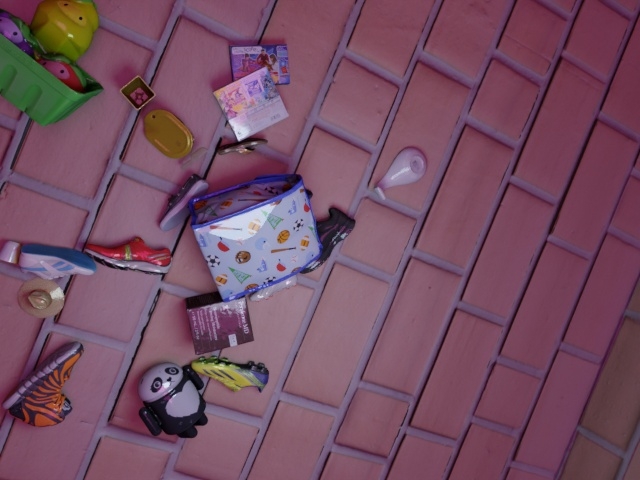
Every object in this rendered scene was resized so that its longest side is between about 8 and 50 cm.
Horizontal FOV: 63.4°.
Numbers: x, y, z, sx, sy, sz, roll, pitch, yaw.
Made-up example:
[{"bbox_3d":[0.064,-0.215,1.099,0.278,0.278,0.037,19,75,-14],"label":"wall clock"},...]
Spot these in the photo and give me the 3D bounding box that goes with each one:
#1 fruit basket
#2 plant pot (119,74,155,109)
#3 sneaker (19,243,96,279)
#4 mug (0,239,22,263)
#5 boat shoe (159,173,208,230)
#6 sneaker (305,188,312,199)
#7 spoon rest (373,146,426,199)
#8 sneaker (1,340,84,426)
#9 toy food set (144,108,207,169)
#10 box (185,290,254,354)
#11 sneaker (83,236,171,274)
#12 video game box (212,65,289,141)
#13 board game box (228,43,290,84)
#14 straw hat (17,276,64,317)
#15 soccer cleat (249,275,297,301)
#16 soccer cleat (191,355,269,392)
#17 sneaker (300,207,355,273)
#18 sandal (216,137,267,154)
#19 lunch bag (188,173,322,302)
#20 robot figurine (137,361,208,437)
[{"bbox_3d":[-0.813,-0.582,1.543,0.392,0.283,0.392,-2,111,-4],"label":"fruit basket"},{"bbox_3d":[-0.595,-0.477,1.695,0.081,0.083,0.081,-43,107,-8],"label":"plant pot"},{"bbox_3d":[-0.855,0.080,1.696,0.229,0.087,0.092,14,114,-20],"label":"sneaker"},{"bbox_3d":[-0.989,0.036,1.665,0.062,0.078,0.064,15,83,15],"label":"mug"},{"bbox_3d":[-0.482,-0.134,1.776,0.076,0.080,0.228,45,101,18],"label":"boat shoe"},{"bbox_3d":[-0.128,-0.135,1.890,0.209,0.069,0.082,-15,128,-20],"label":"sneaker"},{"bbox_3d":[0.304,-0.254,1.997,0.276,0.084,0.137,-39,107,-22],"label":"spoon rest"},{"bbox_3d":[-0.872,0.486,1.726,0.321,0.124,0.180,-41,110,3],"label":"sneaker"},{"bbox_3d":[-0.493,-0.351,1.756,0.128,0.071,0.218,-41,105,17],"label":"toy food set"},{"bbox_3d":[-0.356,0.276,1.813,0.203,0.167,0.168,-12,100,-15],"label":"box"},{"bbox_3d":[-0.645,0.042,1.753,0.279,0.107,0.118,13,74,-20],"label":"sneaker"},{"bbox_3d":[-0.240,-0.473,1.796,0.205,0.048,0.187,-28,117,-7],"label":"video game box"},{"bbox_3d":[-0.212,-0.613,1.815,0.201,0.035,0.136,-7,99,-16],"label":"board game box"},{"bbox_3d":[-0.919,0.194,1.695,0.145,0.061,0.144,-2,98,-16],"label":"straw hat"},{"bbox_3d":[-0.178,0.164,1.908,0.196,0.068,0.076,-24,98,-19],"label":"soccer cleat"},{"bbox_3d":[-0.329,0.494,1.886,0.289,0.093,0.121,13,93,-18],"label":"soccer cleat"},{"bbox_3d":[0.000,0.000,1.929,0.130,0.109,0.286,41,78,-7],"label":"sneaker"},{"bbox_3d":[-0.272,-0.323,1.819,0.180,0.072,0.049,-18,117,-12],"label":"sandal"},{"bbox_3d":[-0.204,-0.027,1.741,0.386,0.239,0.327,-19,125,-5],"label":"lunch bag"},{"bbox_3d":[-0.508,0.555,1.799,0.174,0.209,0.278,-29,104,2],"label":"robot figurine"}]
